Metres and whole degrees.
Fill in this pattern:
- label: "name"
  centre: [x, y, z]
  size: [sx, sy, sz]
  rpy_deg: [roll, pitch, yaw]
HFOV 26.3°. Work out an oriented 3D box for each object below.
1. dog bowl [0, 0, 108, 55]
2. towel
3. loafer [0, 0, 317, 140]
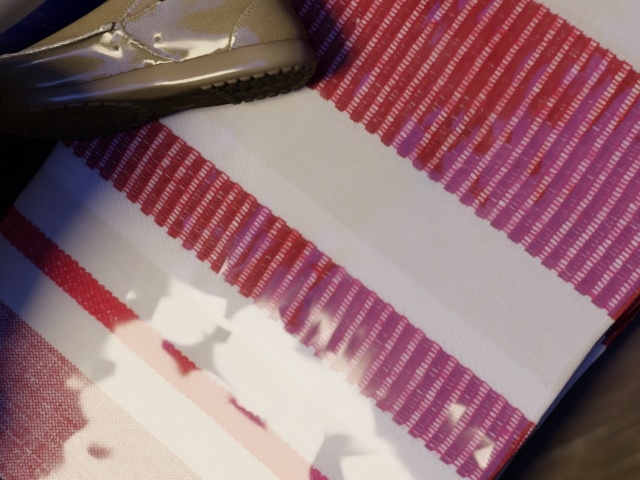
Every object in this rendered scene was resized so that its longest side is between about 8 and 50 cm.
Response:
- label: "dog bowl"
  centre: [-0.179, -0.196, 0.579]
  size: [0.265, 0.104, 0.264]
  rpy_deg: [-1, 88, 14]
- label: "towel"
  centre: [0.000, 0.000, 0.562]
  size: [0.237, 0.037, 0.329]
  rpy_deg: [39, 95, 15]
- label: "loafer"
  centre: [-0.075, -0.074, 0.546]
  size: [0.148, 0.056, 0.050]
  rpy_deg: [-8, 79, 6]
